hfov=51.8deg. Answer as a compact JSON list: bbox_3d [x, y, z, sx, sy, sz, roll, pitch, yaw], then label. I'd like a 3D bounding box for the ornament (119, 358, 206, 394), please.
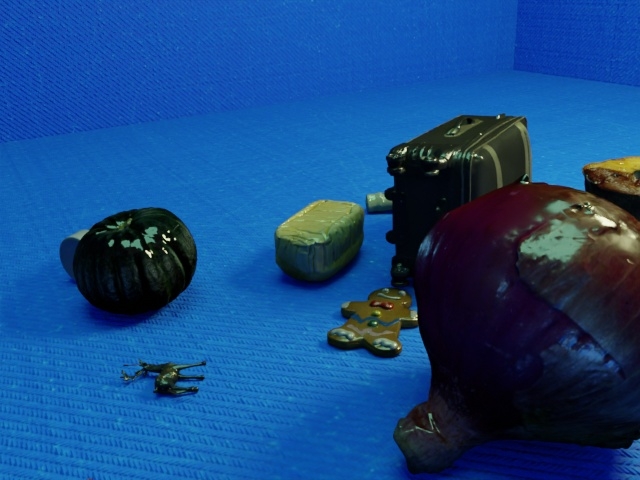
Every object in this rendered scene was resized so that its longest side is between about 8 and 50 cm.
[{"bbox_3d":[-0.231,0.195,0.944,0.125,0.028,0.073,3,22,8],"label":"ornament"}]

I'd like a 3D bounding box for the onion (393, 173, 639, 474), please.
[{"bbox_3d":[0.229,0.122,0.779,0.385,0.348,0.347,-45,33,-6],"label":"onion"}]

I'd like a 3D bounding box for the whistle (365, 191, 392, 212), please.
[{"bbox_3d":[0.237,-0.101,1.573,0.258,0.067,0.126,-7,35,2],"label":"whistle"}]

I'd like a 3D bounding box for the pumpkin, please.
[{"bbox_3d":[-0.326,0.036,1.168,0.220,0.162,0.220,-11,22,5],"label":"pumpkin"}]

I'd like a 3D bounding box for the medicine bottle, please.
[{"bbox_3d":[-0.422,0.011,1.317,0.105,0.105,0.168,9,25,27],"label":"medicine bottle"}]

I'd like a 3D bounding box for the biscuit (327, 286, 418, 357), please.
[{"bbox_3d":[0.095,0.123,1.085,0.138,0.031,0.205,7,23,23],"label":"biscuit"}]

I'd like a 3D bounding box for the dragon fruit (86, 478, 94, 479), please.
[{"bbox_3d":[-0.239,0.299,0.565,0.261,0.163,0.189,-24,3,-41],"label":"dragon fruit"}]

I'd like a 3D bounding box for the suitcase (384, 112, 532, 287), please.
[{"bbox_3d":[0.279,-0.094,1.263,0.194,0.283,0.434,8,23,29],"label":"suitcase"}]

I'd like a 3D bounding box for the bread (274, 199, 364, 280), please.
[{"bbox_3d":[0.000,0.000,1.291,0.140,0.106,0.236,10,26,25],"label":"bread"}]

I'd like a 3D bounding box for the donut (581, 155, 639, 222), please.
[{"bbox_3d":[0.662,-0.105,1.475,0.151,0.112,0.295,4,22,23],"label":"donut"}]
